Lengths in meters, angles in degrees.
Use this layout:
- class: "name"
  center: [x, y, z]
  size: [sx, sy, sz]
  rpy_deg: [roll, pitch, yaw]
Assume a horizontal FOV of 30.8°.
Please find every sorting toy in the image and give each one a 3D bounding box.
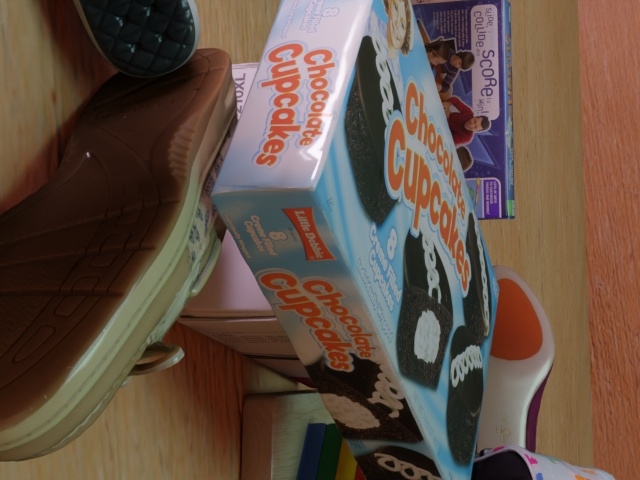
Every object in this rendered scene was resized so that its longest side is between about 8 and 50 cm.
- class: "sorting toy"
  center: [0.028, 0.245, 0.899]
  size: [0.257, 0.089, 0.256]
  rpy_deg: [15, 75, -70]

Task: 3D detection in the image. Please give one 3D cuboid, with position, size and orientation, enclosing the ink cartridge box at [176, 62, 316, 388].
- class: "ink cartridge box"
  center: [0.000, 0.000, 0.813]
  size: [0.237, 0.100, 0.172]
  rpy_deg: [41, 51, -64]

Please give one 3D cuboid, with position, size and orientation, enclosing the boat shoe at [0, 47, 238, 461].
- class: "boat shoe"
  center: [-0.090, 0.007, 0.554]
  size: [0.285, 0.104, 0.089]
  rpy_deg: [-67, 147, -50]

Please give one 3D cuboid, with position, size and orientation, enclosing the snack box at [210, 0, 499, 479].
- class: "snack box"
  center: [0.040, 0.007, 0.689]
  size: [0.322, 0.060, 0.187]
  rpy_deg: [65, 32, -46]

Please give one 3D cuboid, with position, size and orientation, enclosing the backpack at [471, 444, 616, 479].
- class: "backpack"
  center: [0.175, 0.300, 1.019]
  size: [0.253, 0.191, 0.225]
  rpy_deg: [126, -22, -62]

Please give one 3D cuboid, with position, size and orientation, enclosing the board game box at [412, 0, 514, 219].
- class: "board game box"
  center: [0.110, -0.118, 1.079]
  size: [0.035, 0.136, 0.201]
  rpy_deg: [-3, 93, -71]

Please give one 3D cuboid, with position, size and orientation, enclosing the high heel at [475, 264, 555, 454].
- class: "high heel"
  center: [0.211, 0.225, 1.464]
  size: [0.181, 0.127, 0.377]
  rpy_deg: [112, -14, -58]

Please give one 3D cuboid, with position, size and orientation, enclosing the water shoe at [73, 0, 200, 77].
- class: "water shoe"
  center: [-0.116, -0.180, 0.574]
  size: [0.080, 0.072, 0.203]
  rpy_deg: [-113, -171, -62]

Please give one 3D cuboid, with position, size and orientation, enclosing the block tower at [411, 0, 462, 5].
- class: "block tower"
  center: [0.125, -0.279, 1.195]
  size: [0.091, 0.097, 0.336]
  rpy_deg: [48, 44, -63]
